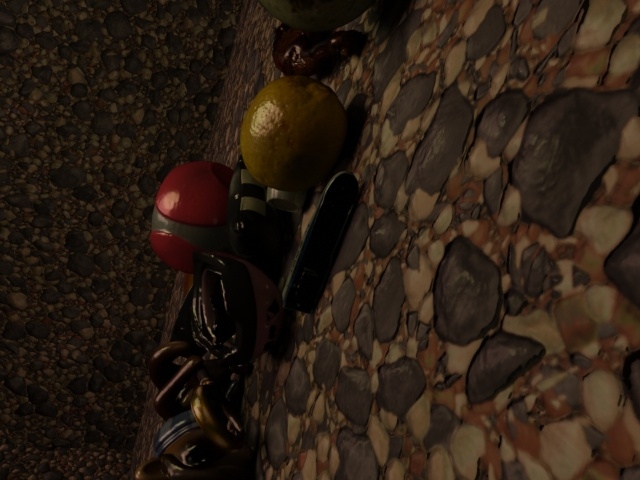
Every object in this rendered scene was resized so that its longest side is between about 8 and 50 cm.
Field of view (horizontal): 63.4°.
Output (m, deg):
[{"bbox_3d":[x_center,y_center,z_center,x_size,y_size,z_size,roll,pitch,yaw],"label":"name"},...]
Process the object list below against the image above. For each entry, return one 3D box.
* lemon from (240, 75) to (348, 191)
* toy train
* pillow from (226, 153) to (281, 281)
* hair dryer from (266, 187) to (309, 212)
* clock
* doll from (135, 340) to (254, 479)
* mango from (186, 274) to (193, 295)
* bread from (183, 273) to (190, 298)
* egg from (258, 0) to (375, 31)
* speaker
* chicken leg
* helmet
[{"bbox_3d":[-0.043,-0.172,0.843,0.169,0.170,0.207,-97,29,-44],"label":"lemon"},{"bbox_3d":[0.000,0.000,0.781,0.051,0.052,0.233,-109,36,-64],"label":"toy train"},{"bbox_3d":[-0.139,-0.044,1.077,0.249,0.106,0.185,-99,-6,-48],"label":"pillow"},{"bbox_3d":[-0.061,-0.145,1.055,0.237,0.076,0.206,146,141,-74],"label":"hair dryer"},{"bbox_3d":[-0.248,0.145,1.197,0.280,0.056,0.280,-63,-6,-12],"label":"clock"},{"bbox_3d":[-0.227,0.356,1.019,0.339,0.209,0.317,-106,2,-57],"label":"doll"},{"bbox_3d":[-0.325,0.142,1.496,0.221,0.121,0.151,130,151,-65],"label":"mango"},{"bbox_3d":[-0.405,0.120,1.750,0.199,0.104,0.199,-169,90,-69],"label":"bread"},{"bbox_3d":[0.002,-0.492,0.741,0.288,0.288,0.378,158,109,-67],"label":"egg"},{"bbox_3d":[-0.304,-0.050,1.330,0.294,0.295,0.293,-167,90,-71],"label":"speaker"},{"bbox_3d":[-0.018,-0.387,1.028,0.158,0.096,0.407,-50,29,14],"label":"chicken leg"},{"bbox_3d":[-0.153,0.119,0.963,0.253,0.155,0.198,-135,48,-64],"label":"helmet"}]
